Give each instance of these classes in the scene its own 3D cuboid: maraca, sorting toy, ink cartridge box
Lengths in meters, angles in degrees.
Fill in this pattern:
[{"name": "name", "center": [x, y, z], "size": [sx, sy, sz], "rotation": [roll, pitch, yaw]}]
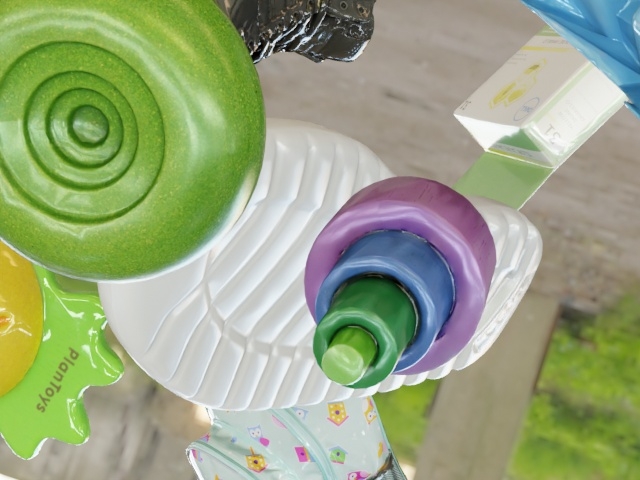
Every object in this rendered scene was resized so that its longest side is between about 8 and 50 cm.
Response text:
[{"name": "maraca", "center": [-0.190, 0.039, 0.894], "size": [0.185, 0.127, 0.099], "rotation": [34, -160, 13]}, {"name": "sorting toy", "center": [-0.116, -0.040, 0.559], "size": [0.365, 0.127, 0.126], "rotation": [27, -158, 6]}, {"name": "ink cartridge box", "center": [0.153, -0.083, 1.364], "size": [0.056, 0.235, 0.171], "rotation": [48, 175, -15]}]

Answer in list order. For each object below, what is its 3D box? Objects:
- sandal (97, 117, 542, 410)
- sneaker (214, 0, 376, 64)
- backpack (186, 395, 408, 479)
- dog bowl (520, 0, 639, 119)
[{"name": "sandal", "center": [-0.008, 0.013, 0.971], "size": [0.102, 0.169, 0.416], "rotation": [35, -170, 32]}, {"name": "sneaker", "center": [-0.012, -0.103, 0.716], "size": [0.089, 0.170, 0.051], "rotation": [34, 142, -21]}, {"name": "backpack", "center": [-0.023, 0.169, 1.333], "size": [0.166, 0.144, 0.188], "rotation": [25, 137, 44]}, {"name": "dog bowl", "center": [0.198, -0.143, 0.861], "size": [0.297, 0.166, 0.074], "rotation": [51, -174, 37]}]
